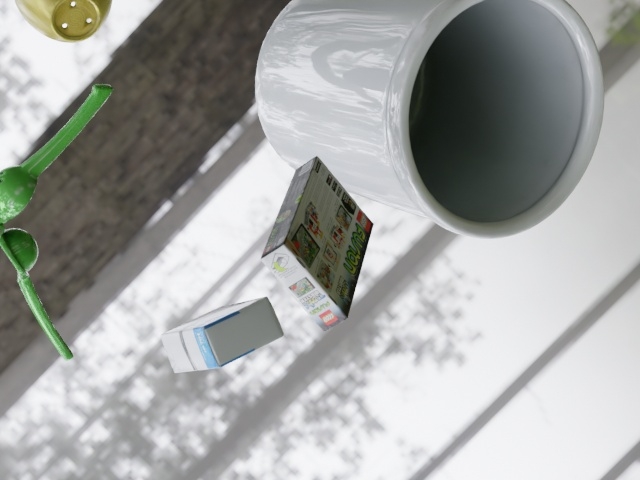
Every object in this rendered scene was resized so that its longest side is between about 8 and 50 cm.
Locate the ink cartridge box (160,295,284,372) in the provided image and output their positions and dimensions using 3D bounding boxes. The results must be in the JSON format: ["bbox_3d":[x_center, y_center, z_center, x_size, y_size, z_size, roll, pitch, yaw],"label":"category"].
[{"bbox_3d":[-0.174,0.167,2.533,0.190,0.139,0.082,-13,101,60],"label":"ink cartridge box"}]

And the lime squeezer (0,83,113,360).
[{"bbox_3d":[-0.291,-0.016,1.493,0.110,0.310,0.059,-8,-152,-40],"label":"lime squeezer"}]

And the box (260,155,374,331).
[{"bbox_3d":[0.000,0.000,1.643,0.114,0.036,0.207,50,-153,-18],"label":"box"}]

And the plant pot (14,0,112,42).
[{"bbox_3d":[-0.332,-0.315,1.923,0.134,0.134,0.095,41,-168,-37],"label":"plant pot"}]

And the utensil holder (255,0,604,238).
[{"bbox_3d":[0.132,-0.199,1.967,0.327,0.328,0.385,41,169,-33],"label":"utensil holder"}]
